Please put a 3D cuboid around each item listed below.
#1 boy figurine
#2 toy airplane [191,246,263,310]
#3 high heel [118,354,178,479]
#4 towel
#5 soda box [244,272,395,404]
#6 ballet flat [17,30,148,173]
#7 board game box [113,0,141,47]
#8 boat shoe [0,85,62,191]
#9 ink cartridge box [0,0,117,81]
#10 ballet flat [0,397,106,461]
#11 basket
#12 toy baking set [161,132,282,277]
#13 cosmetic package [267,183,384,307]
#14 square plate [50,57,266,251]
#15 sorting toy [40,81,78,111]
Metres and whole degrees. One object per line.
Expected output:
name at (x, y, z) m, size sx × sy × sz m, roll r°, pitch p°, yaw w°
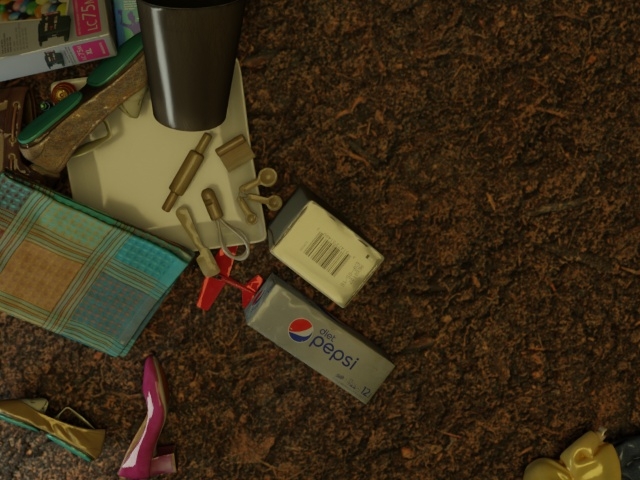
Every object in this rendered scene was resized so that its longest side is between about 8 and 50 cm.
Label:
boy figurine at (0.548, 0.466, 1.749) m, size 0.285 × 0.092 × 0.177 m, roll -15°, pitch 99°, yaw -1°
toy airplane at (-0.176, 0.079, 1.666) m, size 0.151 × 0.028 × 0.151 m, roll -1°, pitch 100°, yaw -4°
high heel at (-0.345, 0.341, 1.671) m, size 0.117 × 0.082 × 0.244 m, roll -6°, pitch 106°, yaw -1°
towel at (-0.448, 0.054, 1.547) m, size 0.370 × 0.040 × 0.271 m, roll 27°, pitch 112°, yaw -28°
soda box at (-0.002, 0.185, 1.652) m, size 0.286 × 0.091 × 0.098 m, roll 35°, pitch 95°, yaw -14°
ballet flat at (-0.381, -0.236, 1.521) m, size 0.316 × 0.107 × 0.106 m, roll -42°, pitch 126°, yaw -8°
board game box at (-0.292, -0.429, 1.574) m, size 0.160 × 0.047 × 0.210 m, roll -4°, pitch 99°, yaw -3°
boat shoe at (-0.528, -0.107, 1.561) m, size 0.123 × 0.123 × 0.342 m, roll -8°, pitch 93°, yaw 8°
ink cartridge box at (-0.517, -0.369, 1.510) m, size 0.311 × 0.065 × 0.186 m, roll -14°, pitch 58°, yaw 0°
ballet flat at (-0.519, 0.343, 1.666) m, size 0.232 × 0.080 × 0.073 m, roll 29°, pitch 67°, yaw -10°
basket at (-0.216, -0.312, 1.466) m, size 0.154 × 0.204 × 0.227 m, roll 31°, pitch 131°, yaw 30°
toy baking set at (-0.185, -0.067, 1.594) m, size 0.196 × 0.030 × 0.256 m, roll 34°, pitch 94°, yaw -9°
cosmetic package at (0.000, 0.000, 1.528) m, size 0.160 × 0.309 × 0.113 m, roll 38°, pitch 93°, yaw -8°
square plate at (-0.294, -0.143, 1.615) m, size 0.344 × 0.049 × 0.347 m, roll -9°, pitch 99°, yaw -4°
sorting toy at (-0.466, -0.232, 1.546) m, size 0.061 × 0.042 × 0.102 m, roll 12°, pitch 96°, yaw -4°
